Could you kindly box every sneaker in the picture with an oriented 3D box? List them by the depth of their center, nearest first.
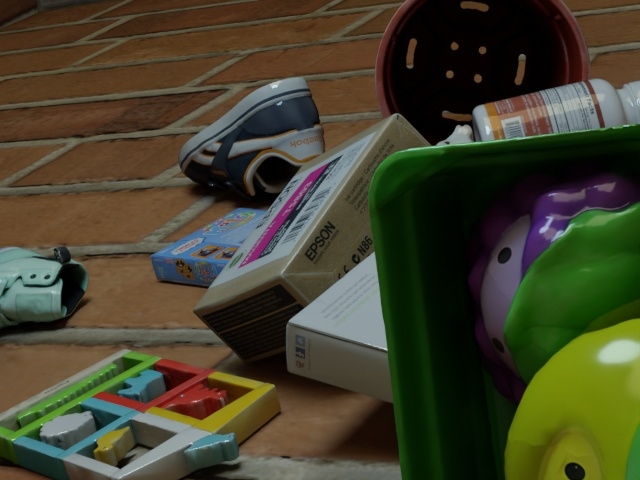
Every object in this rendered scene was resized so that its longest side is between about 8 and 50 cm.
[{"bbox_3d":[-0.388,0.075,1.843,0.151,0.094,0.256,4,26,35],"label":"sneaker"},{"bbox_3d":[-0.098,-0.111,2.164,0.126,0.128,0.321,-17,-7,-29],"label":"sneaker"}]

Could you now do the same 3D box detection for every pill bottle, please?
[{"bbox_3d":[0.301,-0.128,1.901,0.216,0.121,0.121,-13,18,1],"label":"pill bottle"}]

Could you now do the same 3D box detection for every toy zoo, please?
[{"bbox_3d":[-0.173,0.175,1.494,0.192,0.030,0.293,-28,24,-37],"label":"toy zoo"}]

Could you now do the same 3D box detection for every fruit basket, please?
[{"bbox_3d":[0.166,0.119,0.883,0.282,0.392,0.392,-5,20,25],"label":"fruit basket"}]

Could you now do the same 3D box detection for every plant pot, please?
[{"bbox_3d":[0.206,-0.229,2.090,0.272,0.272,0.265,-13,10,3],"label":"plant pot"}]

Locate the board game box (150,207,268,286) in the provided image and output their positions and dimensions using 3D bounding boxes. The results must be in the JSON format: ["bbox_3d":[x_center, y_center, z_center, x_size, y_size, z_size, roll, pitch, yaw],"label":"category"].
[{"bbox_3d":[-0.078,0.010,1.895,0.211,0.039,0.160,7,28,44],"label":"board game box"}]

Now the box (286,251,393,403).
[{"bbox_3d":[0.164,0.083,1.366,0.322,0.059,0.232,15,30,26],"label":"box"}]

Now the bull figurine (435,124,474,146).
[{"bbox_3d":[0.234,-0.047,1.726,0.188,0.101,0.310,-13,29,-6],"label":"bull figurine"}]

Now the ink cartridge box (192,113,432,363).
[{"bbox_3d":[0.000,0.000,1.583,0.193,0.088,0.235,-23,27,55],"label":"ink cartridge box"}]
